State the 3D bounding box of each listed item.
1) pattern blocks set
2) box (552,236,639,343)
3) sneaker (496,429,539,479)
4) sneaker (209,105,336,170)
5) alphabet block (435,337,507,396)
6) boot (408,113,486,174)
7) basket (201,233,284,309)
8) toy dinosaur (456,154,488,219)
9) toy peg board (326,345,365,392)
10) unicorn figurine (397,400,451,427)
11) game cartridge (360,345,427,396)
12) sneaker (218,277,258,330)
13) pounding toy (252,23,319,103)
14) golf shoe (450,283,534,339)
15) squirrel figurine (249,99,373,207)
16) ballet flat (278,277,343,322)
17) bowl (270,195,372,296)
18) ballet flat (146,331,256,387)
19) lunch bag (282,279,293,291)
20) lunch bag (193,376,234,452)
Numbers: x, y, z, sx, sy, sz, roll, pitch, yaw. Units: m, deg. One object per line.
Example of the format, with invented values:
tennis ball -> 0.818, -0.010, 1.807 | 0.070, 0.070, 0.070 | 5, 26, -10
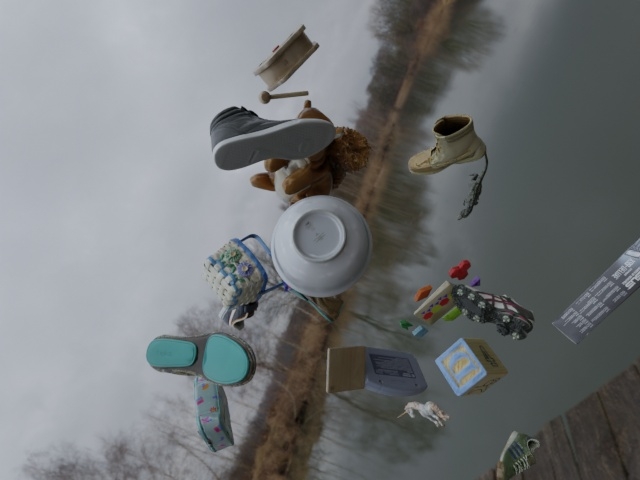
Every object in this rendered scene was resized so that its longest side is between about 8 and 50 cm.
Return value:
pattern blocks set -> 0.431, 0.223, 1.485 | 0.324, 0.285, 0.026 | -39, 43, 8
box -> 0.754, 0.129, 1.073 | 0.308, 0.076, 0.242 | -53, -31, 16
sneaker -> 0.610, 0.663, 1.260 | 0.192, 0.086, 0.064 | -30, -70, -44
sneaker -> -0.117, -0.256, 0.946 | 0.105, 0.295, 0.147 | 98, 150, -48
alphabet block -> 0.688, 0.576, 1.885 | 0.192, 0.197, 0.194 | -51, 46, 27
boot -> 0.386, -0.309, 1.349 | 0.203, 0.261, 0.095 | 29, -122, -53
basket -> -0.278, 0.113, 1.571 | 0.288, 0.255, 0.201 | -28, -23, -47
toy dinosaur -> 0.574, -0.199, 1.530 | 0.118, 0.063, 0.269 | -24, -50, -72
toy peg board -> 0.082, 0.480, 1.567 | 0.079, 0.160, 0.162 | -4, 83, 62
unicorn figurine -> 0.334, 0.538, 1.291 | 0.060, 0.111, 0.162 | -46, -13, -44
game cartridge -> 0.286, 0.535, 1.677 | 0.060, 0.293, 0.196 | -64, 26, 28
sneaker -> -0.321, 0.251, 1.786 | 0.126, 0.127, 0.321 | -27, -29, -59
pounding toy -> -0.100, -0.514, 1.270 | 0.269, 0.155, 0.154 | -48, 25, -5
golf shoe -> 0.570, 0.223, 1.378 | 0.120, 0.272, 0.105 | -29, -40, -41
squirrel figurine -> -0.016, -0.308, 1.464 | 0.396, 0.281, 0.371 | -24, -31, -33
ballet flat -> -0.031, 0.215, 1.748 | 0.124, 0.342, 0.116 | -51, -41, -12
bowl -> 0.000, 0.000, 1.125 | 0.134, 0.297, 0.298 | 80, -148, -77
ballet flat -> -0.366, 0.390, 1.386 | 0.182, 0.482, 0.164 | 31, -119, -56
lunch bag -> -0.010, 0.080, 1.576 | 0.293, 0.220, 0.138 | -11, -97, -75
lunch bag -> -0.433, 0.699, 1.673 | 0.279, 0.107, 0.224 | -118, 16, -51
